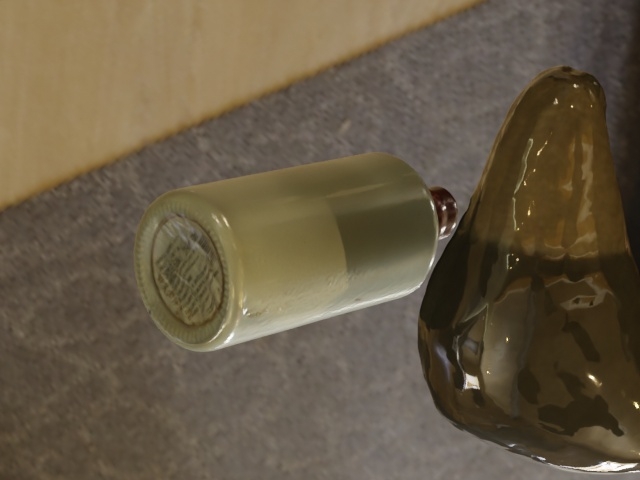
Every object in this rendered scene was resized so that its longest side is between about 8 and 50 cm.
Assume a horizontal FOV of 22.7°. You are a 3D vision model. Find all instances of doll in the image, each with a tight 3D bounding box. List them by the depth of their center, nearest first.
[{"bbox_3d":[0.273,-0.018,0.971,0.378,0.252,0.382,-4,108,-31],"label":"doll"}]

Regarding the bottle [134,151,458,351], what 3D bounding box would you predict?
[{"bbox_3d":[0.000,0.000,1.057,0.245,0.104,0.104,-13,123,-44],"label":"bottle"}]
